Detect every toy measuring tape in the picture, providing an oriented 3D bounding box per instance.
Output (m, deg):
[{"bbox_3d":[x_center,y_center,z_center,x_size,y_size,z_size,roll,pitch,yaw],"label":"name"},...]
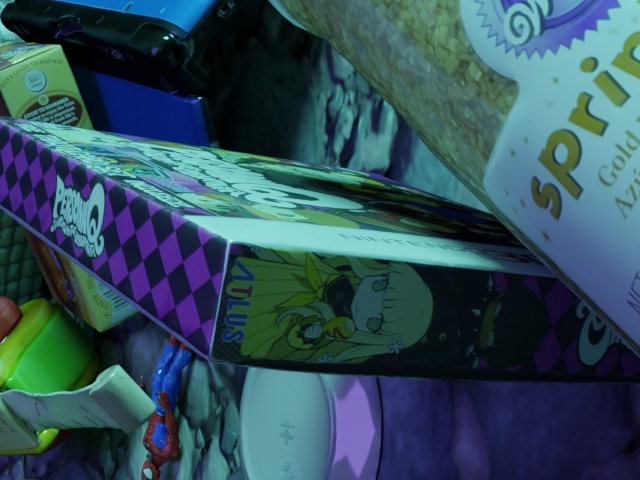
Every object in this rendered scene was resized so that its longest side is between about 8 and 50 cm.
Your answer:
[{"bbox_3d":[-0.185,0.088,0.826,0.330,0.121,0.121,-15,71,51],"label":"toy measuring tape"}]

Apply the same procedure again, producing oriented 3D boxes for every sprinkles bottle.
[{"bbox_3d":[0.095,-0.051,0.372,0.355,0.121,0.121,50,125,37],"label":"sprinkles bottle"}]

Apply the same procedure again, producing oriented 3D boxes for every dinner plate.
[{"bbox_3d":[-0.014,0.103,0.648,0.141,0.017,0.141,-13,75,56],"label":"dinner plate"}]

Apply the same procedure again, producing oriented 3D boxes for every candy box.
[{"bbox_3d":[-0.179,-0.039,0.802,0.109,0.053,0.187,20,134,58],"label":"candy box"}]

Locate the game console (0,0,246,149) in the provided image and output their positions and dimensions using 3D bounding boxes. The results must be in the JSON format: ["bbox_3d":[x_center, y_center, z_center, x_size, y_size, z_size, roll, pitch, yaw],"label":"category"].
[{"bbox_3d":[-0.085,-0.117,0.790,0.250,0.173,0.293,-52,34,-10],"label":"game console"}]

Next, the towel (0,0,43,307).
[{"bbox_3d":[-0.312,-0.041,0.910,0.121,0.235,0.284,22,112,24],"label":"towel"}]

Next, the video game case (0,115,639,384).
[{"bbox_3d":[0.000,0.000,0.470,0.232,0.210,0.042,25,105,56],"label":"video game case"}]

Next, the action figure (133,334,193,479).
[{"bbox_3d":[-0.104,0.103,0.774,0.038,0.030,0.115,9,94,53],"label":"action figure"}]
